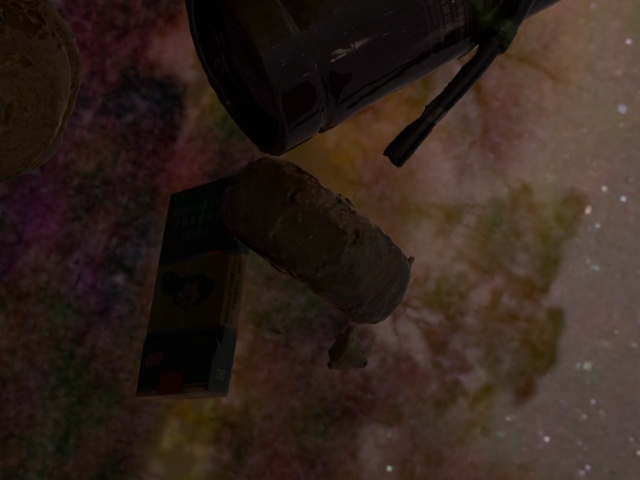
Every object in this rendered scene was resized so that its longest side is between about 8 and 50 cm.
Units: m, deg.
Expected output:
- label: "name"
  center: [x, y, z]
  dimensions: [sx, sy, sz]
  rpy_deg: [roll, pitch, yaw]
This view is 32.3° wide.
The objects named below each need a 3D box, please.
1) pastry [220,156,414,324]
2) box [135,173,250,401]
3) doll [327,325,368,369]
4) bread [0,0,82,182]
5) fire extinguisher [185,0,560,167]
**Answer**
- label: "pastry"
  center: [0.000, 0.000, 1.027]
  dimensions: [0.093, 0.182, 0.192]
  rpy_deg: [-52, 139, -3]
- label: "box"
  center: [-0.131, 0.052, 1.175]
  dimensions: [0.132, 0.034, 0.235]
  rpy_deg: [-11, -115, 46]
- label: "doll"
  center: [0.027, 0.135, 1.404]
  dimensions: [0.062, 0.051, 0.093]
  rpy_deg: [-60, -154, 0]
- label: "bread"
  center: [-0.343, -0.154, 1.063]
  dimensions: [0.120, 0.236, 0.198]
  rpy_deg: [32, -69, 49]
- label: "fire extinguisher"
  center: [0.103, -0.152, 0.598]
  dimensions: [0.341, 0.141, 0.105]
  rpy_deg: [-29, -165, -16]
